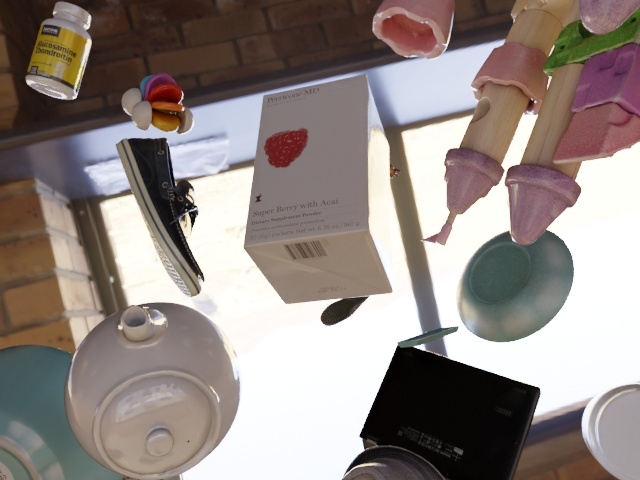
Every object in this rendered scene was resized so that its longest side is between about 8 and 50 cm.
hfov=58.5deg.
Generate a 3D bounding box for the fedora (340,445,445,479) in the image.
[{"bbox_3d":[0.113,0.496,0.983,0.243,0.276,0.124,-28,151,25],"label":"fedora"}]

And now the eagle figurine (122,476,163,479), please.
[{"bbox_3d":[-0.434,0.464,1.227,0.298,0.225,0.226,-35,176,-13],"label":"eagle figurine"}]

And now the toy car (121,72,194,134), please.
[{"bbox_3d":[-0.418,-0.366,1.496,0.159,0.182,0.136,-3,128,-39],"label":"toy car"}]

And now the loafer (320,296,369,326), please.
[{"bbox_3d":[0.064,0.171,1.443,0.148,0.056,0.050,-32,159,-13],"label":"loafer"}]

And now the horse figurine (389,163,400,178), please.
[{"bbox_3d":[0.059,-0.226,1.463,0.066,0.263,0.174,-48,-169,-29],"label":"horse figurine"}]

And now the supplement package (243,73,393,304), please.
[{"bbox_3d":[0.007,-0.077,0.872,0.177,0.293,0.175,-8,145,15],"label":"supplement package"}]

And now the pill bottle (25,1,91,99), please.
[{"bbox_3d":[-0.549,-0.403,1.215,0.103,0.184,0.103,12,173,1],"label":"pill bottle"}]

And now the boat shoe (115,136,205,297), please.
[{"bbox_3d":[-0.392,-0.083,1.499,0.155,0.500,0.187,-20,153,-17],"label":"boat shoe"}]

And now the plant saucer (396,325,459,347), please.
[{"bbox_3d":[0.276,0.243,1.447,0.192,0.018,0.067,-8,174,-45],"label":"plant saucer"}]

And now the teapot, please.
[{"bbox_3d":[-0.211,0.219,0.747,0.253,0.256,0.187,-52,-155,3],"label":"teapot"}]

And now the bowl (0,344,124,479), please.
[{"bbox_3d":[-0.464,0.333,0.862,0.311,0.312,0.163,-16,-170,5],"label":"bowl"}]

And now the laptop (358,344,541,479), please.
[{"bbox_3d":[0.316,0.521,1.395,0.381,0.408,0.236,12,159,40],"label":"laptop"}]

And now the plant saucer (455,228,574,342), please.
[{"bbox_3d":[0.275,0.055,0.854,0.037,0.195,0.194,33,144,-33],"label":"plant saucer"}]

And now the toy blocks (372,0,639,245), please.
[{"bbox_3d":[0.212,-0.105,0.411,0.308,0.260,0.288,26,171,-21],"label":"toy blocks"}]

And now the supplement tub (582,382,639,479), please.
[{"bbox_3d":[0.778,0.473,1.405,0.235,0.236,0.325,-17,159,17],"label":"supplement tub"}]
